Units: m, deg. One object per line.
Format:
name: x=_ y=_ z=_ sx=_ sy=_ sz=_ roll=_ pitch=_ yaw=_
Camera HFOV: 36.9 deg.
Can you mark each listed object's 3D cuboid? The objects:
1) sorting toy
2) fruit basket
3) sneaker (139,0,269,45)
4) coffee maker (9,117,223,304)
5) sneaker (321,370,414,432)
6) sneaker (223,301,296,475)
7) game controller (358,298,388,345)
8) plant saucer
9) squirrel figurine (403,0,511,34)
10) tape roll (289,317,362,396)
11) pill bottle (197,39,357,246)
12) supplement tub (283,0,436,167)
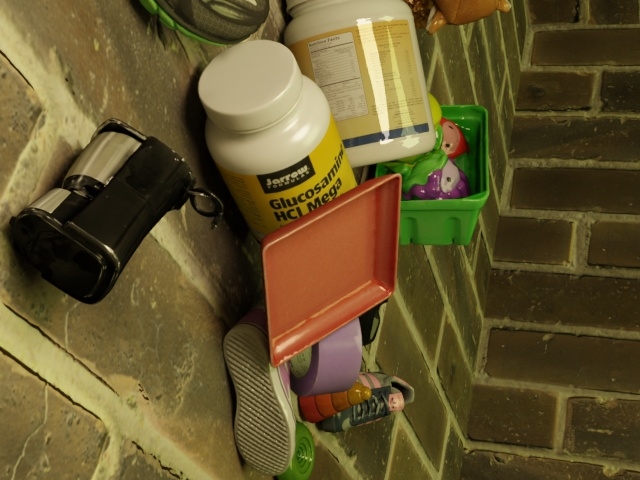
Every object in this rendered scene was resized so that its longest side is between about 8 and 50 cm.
sorting toy: x=0.003 y=0.376 z=1.765 sx=0.127 sy=0.126 sz=0.365 roll=65 pitch=33 yaw=-35
fruit basket: x=0.228 y=-0.216 z=2.113 sx=0.392 sy=0.283 sz=0.391 roll=0 pitch=90 yaw=-82
sneaker: x=-0.145 y=-0.421 z=1.123 sx=0.482 sy=0.202 sz=0.185 roll=68 pitch=32 yaw=-49
coffee maker: x=-0.216 y=-0.026 z=1.039 sx=0.178 sy=0.171 sz=0.120 roll=-63 pitch=166 yaw=-45
sneaker: x=0.104 y=0.339 z=2.047 sx=0.319 sy=0.131 sz=0.112 roll=-14 pitch=105 yaw=-66
sneaker: x=-0.075 y=0.237 z=1.585 sx=0.161 sy=0.102 sz=0.282 roll=-51 pitch=140 yaw=-63
game controller: x=0.073 y=0.134 z=2.059 sx=0.166 sy=0.067 sz=0.319 roll=-69 pitch=157 yaw=-6
plant saucer: x=0.010 y=0.038 z=1.453 sx=0.258 sy=0.048 sz=0.259 roll=-29 pitch=139 yaw=-27
squirrel figurine: x=0.249 y=-0.593 z=1.995 sx=0.397 sy=0.281 sz=0.370 roll=112 pitch=-44 yaw=-72
tape roll: x=-0.006 y=0.168 z=1.633 sx=0.189 sy=0.080 sz=0.188 roll=176 pitch=-90 yaw=-65
pill bottle: x=-0.060 y=-0.129 z=1.431 sx=0.334 sy=0.188 sz=0.187 roll=66 pitch=33 yaw=-52
supplement tub: x=0.063 y=-0.286 z=1.649 sx=0.228 sy=0.228 sz=0.316 roll=-21 pitch=100 yaw=-69
